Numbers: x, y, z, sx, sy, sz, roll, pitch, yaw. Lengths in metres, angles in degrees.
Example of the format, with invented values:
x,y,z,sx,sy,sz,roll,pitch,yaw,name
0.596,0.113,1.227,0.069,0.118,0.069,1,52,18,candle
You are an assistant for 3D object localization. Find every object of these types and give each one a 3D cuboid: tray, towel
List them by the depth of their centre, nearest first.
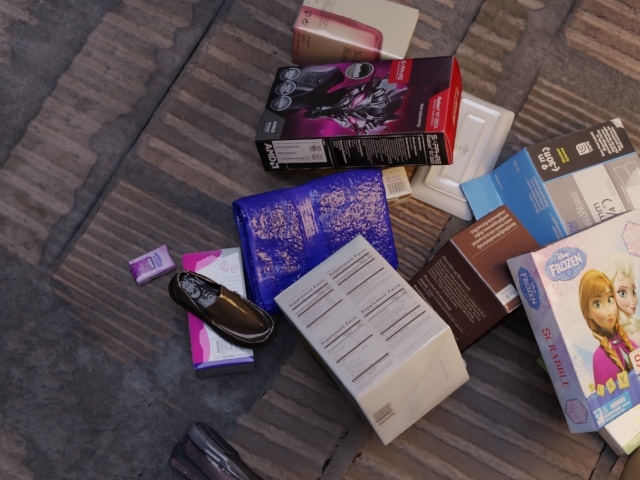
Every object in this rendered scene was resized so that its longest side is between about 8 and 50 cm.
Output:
x,y,z,sx,sy,sz,roll,pitch,yaw,name
0.000,0.000,1.736,0.308,0.076,0.227,-17,106,-24,towel
0.293,-0.184,1.918,0.145,0.030,0.270,24,72,5,tray

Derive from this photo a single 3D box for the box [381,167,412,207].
x,y,z,sx,sy,sz,roll,pitch,yaw,name
0.019,-0.075,1.846,0.324,0.063,0.067,-15,73,-8,box

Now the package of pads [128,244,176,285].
x,y,z,sx,sy,sz,roll,pitch,yaw,name
-0.326,0.048,1.801,0.083,0.032,0.050,-26,72,-11,package of pads

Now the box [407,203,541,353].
x,y,z,sx,sy,sz,roll,pitch,yaw,name
0.293,0.076,1.718,0.168,0.203,0.167,-29,74,-35,box

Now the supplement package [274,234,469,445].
x,y,z,sx,sy,sz,roll,pitch,yaw,name
0.091,0.173,1.638,0.198,0.199,0.262,-37,52,-7,supplement package

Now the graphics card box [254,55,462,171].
x,y,z,sx,sy,sz,roll,pitch,yaw,name
0.077,-0.245,1.799,0.371,0.094,0.232,-1,48,17,graphics card box

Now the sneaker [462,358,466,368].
x,y,z,sx,sy,sz,roll,pitch,yaw,name
0.167,0.219,1.754,0.212,0.080,0.094,-4,67,-3,sneaker

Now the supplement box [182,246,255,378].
x,y,z,sx,sy,sz,roll,pitch,yaw,name
-0.189,0.136,1.738,0.111,0.114,0.220,-7,73,-5,supplement box

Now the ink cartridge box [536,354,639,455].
x,y,z,sx,sy,sz,roll,pitch,yaw,name
0.555,0.265,1.774,0.171,0.056,0.235,-36,79,-14,ink cartridge box

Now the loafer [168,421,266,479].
x,y,z,sx,sy,sz,roll,pitch,yaw,name
-0.144,0.456,1.652,0.302,0.109,0.095,42,93,16,loafer

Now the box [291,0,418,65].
x,y,z,sx,sy,sz,roll,pitch,yaw,name
0.068,-0.419,1.919,0.232,0.148,0.126,17,72,3,box

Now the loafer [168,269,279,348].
x,y,z,sx,sy,sz,roll,pitch,yaw,name
-0.175,0.121,1.643,0.220,0.078,0.080,26,72,5,loafer

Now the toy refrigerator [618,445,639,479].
x,y,z,sx,sy,sz,roll,pitch,yaw,name
0.615,0.412,1.614,0.094,0.269,0.102,28,71,6,toy refrigerator

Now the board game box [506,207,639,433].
x,y,z,sx,sy,sz,roll,pitch,yaw,name
0.507,0.133,1.653,0.319,0.066,0.317,-20,88,-36,board game box

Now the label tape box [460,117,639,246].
x,y,z,sx,sy,sz,roll,pitch,yaw,name
0.483,-0.075,1.838,0.334,0.106,0.240,-18,75,-15,label tape box
